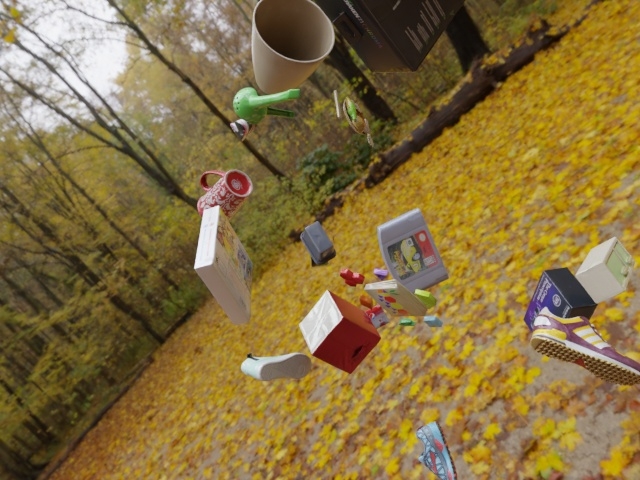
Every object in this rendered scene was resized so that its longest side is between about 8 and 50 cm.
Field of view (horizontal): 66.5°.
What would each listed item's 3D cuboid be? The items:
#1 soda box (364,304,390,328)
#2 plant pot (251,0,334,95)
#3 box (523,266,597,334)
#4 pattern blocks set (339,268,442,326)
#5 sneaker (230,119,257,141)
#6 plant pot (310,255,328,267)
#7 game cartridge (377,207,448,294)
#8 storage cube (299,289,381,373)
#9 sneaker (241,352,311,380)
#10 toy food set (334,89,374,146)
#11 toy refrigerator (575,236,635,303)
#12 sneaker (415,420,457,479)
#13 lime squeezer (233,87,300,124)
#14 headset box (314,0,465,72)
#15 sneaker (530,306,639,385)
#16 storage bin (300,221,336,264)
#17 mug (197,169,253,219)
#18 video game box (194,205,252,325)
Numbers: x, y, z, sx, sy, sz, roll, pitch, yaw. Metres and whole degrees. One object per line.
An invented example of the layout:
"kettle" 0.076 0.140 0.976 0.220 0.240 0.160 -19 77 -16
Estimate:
"soda box" 0.166 0.343 1.992 0.092 0.083 0.263 -20 -12 -33
"plant pot" -0.121 -0.603 1.593 0.256 0.256 0.274 -46 1 -27
"box" 0.832 0.253 1.713 0.103 0.261 0.184 -8 40 -10
"pattern blocks set" 0.237 0.185 1.554 0.285 0.325 0.026 -2 51 39
"sneaker" -0.254 -0.391 1.681 0.077 0.072 0.178 -34 18 -13
"plant pot" -0.008 0.067 2.214 0.081 0.081 0.083 -5 21 -4
"game cartridge" 0.331 0.053 1.801 0.196 0.294 0.060 -25 9 2
"storage cube" 0.067 0.330 1.770 0.184 0.193 0.215 -51 29 11
"sneaker" -0.160 0.444 1.755 0.256 0.094 0.151 8 -6 -43
"toy food set" 0.116 -0.382 1.506 0.038 0.192 0.132 -26 57 29
"toy refrigerator" 0.864 0.082 1.468 0.269 0.102 0.094 -23 -13 -49
"sneaker" 0.439 0.836 1.864 0.125 0.262 0.104 -21 -21 12
"lime squeezer" -0.099 -0.247 0.881 0.110 0.059 0.310 -18 9 -1
"headset box" 0.127 -0.469 0.852 0.283 0.246 0.131 -56 36 -5
"sneaker" 0.454 0.173 0.819 0.084 0.185 0.069 -60 -15 -30
"storage bin" 0.000 0.000 1.675 0.098 0.135 0.091 -28 -15 -12
"mug" -0.293 -0.138 1.444 0.169 0.150 0.113 -35 23 46
"video game box" -0.211 0.057 1.101 0.048 0.205 0.187 -13 43 10
